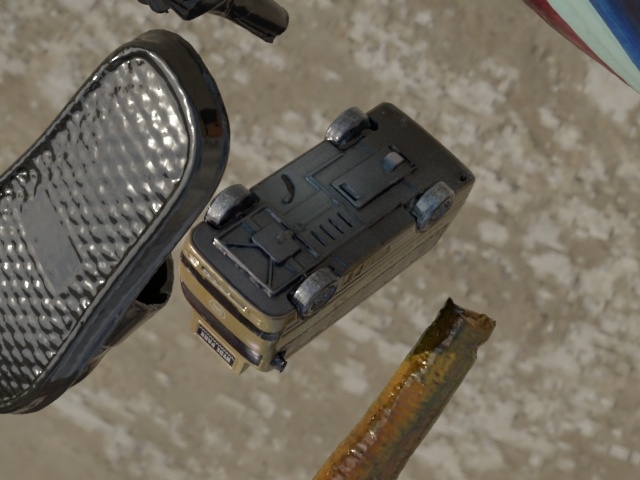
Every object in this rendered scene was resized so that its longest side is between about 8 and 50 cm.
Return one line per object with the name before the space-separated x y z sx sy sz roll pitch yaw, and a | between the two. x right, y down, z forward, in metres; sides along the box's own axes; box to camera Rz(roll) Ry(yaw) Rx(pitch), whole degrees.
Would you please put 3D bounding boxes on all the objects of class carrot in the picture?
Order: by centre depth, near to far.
carrot | 0.073 0.169 1.518 0.070 0.260 0.070 34 -172 -6

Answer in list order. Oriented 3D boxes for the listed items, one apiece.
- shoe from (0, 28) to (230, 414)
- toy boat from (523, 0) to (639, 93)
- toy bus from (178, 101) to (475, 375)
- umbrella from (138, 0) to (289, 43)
shoe | -0.059 -0.003 0.443 0.159 0.053 0.062 -43 72 45
toy boat | 0.132 -0.030 0.382 0.229 0.080 0.046 22 173 -24
toy bus | 0.000 0.000 1.507 0.139 0.289 0.157 41 143 16
umbrella | -0.129 -0.240 1.356 0.118 0.118 0.340 -1 165 34
